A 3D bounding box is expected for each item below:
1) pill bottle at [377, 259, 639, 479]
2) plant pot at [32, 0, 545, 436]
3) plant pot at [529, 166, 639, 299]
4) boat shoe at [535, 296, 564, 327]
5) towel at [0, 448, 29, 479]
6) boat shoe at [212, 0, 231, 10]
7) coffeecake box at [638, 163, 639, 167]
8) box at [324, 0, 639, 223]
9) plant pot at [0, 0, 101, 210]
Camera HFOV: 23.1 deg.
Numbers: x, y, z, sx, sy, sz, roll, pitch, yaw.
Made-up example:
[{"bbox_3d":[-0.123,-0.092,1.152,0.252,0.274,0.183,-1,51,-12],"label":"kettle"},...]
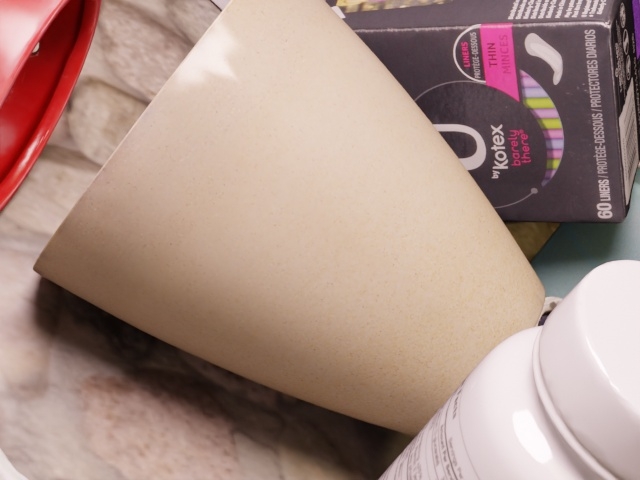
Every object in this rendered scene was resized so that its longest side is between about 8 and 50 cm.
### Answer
[{"bbox_3d":[0.129,0.151,0.907,0.160,0.283,0.160,20,41,-18],"label":"pill bottle"},{"bbox_3d":[0.000,0.000,1.013,0.274,0.256,0.256,38,38,-5],"label":"plant pot"},{"bbox_3d":[0.287,0.058,1.200,0.234,0.165,0.165,43,21,19],"label":"plant pot"},{"bbox_3d":[0.170,0.077,1.114,0.127,0.158,0.340,-19,63,-46],"label":"boat shoe"},{"bbox_3d":[-0.189,0.271,0.716,0.374,0.090,0.320,47,37,15],"label":"towel"},{"bbox_3d":[-0.082,-0.272,1.339,0.301,0.102,0.108,43,39,10],"label":"boat shoe"},{"bbox_3d":[0.206,-0.096,1.394,0.185,0.068,0.142,-6,52,-40],"label":"coffeecake box"},{"bbox_3d":[0.097,-0.117,1.159,0.270,0.165,0.143,1,34,20],"label":"box"},{"bbox_3d":[-0.256,-0.121,0.997,0.174,0.191,0.191,27,38,3],"label":"plant pot"}]
